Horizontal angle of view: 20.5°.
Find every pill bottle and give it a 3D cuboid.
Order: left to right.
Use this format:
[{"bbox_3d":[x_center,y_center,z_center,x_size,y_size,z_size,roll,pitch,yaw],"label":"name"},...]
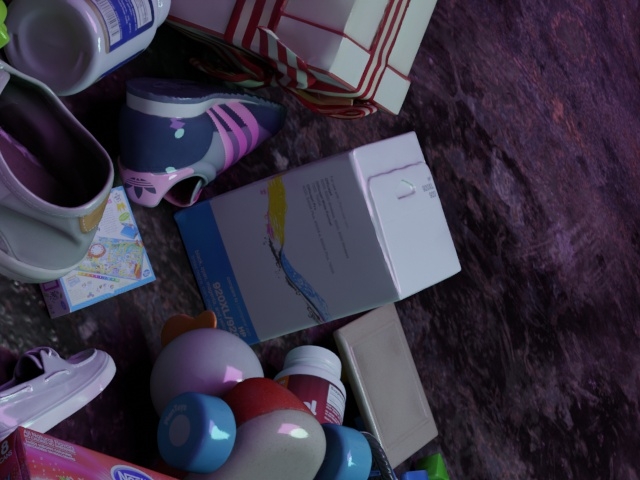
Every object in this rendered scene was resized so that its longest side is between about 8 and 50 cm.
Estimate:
[{"bbox_3d":[-0.228,-0.224,1.776,0.112,0.112,0.186,66,29,-12],"label":"pill bottle"},{"bbox_3d":[-0.018,0.194,1.937,0.086,0.086,0.152,49,35,-36],"label":"pill bottle"}]

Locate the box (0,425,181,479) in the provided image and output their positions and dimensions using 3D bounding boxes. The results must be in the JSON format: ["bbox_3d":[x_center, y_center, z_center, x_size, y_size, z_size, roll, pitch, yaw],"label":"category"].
[{"bbox_3d":[-0.189,0.267,1.490,0.257,0.128,0.122,27,32,-43],"label":"box"}]

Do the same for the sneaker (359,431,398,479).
[{"bbox_3d":[0.068,0.321,2.043,0.081,0.080,0.211,-35,110,-77],"label":"sneaker"}]

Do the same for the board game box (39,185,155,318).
[{"bbox_3d":[-0.228,0.009,1.733,0.154,0.026,0.103,-21,93,-62],"label":"board game box"}]

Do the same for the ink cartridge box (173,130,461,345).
[{"bbox_3d":[0.000,0.000,1.923,0.171,0.233,0.168,-22,94,-61],"label":"ink cartridge box"}]

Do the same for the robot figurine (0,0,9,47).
[{"bbox_3d":[-0.336,-0.221,1.630,0.115,0.067,0.101,54,5,-31],"label":"robot figurine"}]

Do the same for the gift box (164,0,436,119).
[{"bbox_3d":[-0.028,-0.286,1.961,0.276,0.255,0.258,18,93,-62],"label":"gift box"}]

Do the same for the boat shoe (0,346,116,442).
[{"bbox_3d":[-0.253,0.130,1.592,0.184,0.066,0.063,-35,106,-51],"label":"boat shoe"}]

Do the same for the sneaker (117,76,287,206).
[{"bbox_3d":[-0.135,-0.105,1.917,0.319,0.112,0.131,-8,111,-67],"label":"sneaker"}]

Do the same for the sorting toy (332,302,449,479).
[{"bbox_3d":[0.070,0.177,2.148,0.196,0.047,0.347,-24,96,-66],"label":"sorting toy"}]

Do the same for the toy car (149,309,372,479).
[{"bbox_3d":[-0.113,0.179,1.729,0.219,0.210,0.238,17,30,-41],"label":"toy car"}]

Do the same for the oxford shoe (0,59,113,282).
[{"bbox_3d":[-0.344,-0.138,1.430,0.449,0.130,0.169,39,38,-20],"label":"oxford shoe"}]
